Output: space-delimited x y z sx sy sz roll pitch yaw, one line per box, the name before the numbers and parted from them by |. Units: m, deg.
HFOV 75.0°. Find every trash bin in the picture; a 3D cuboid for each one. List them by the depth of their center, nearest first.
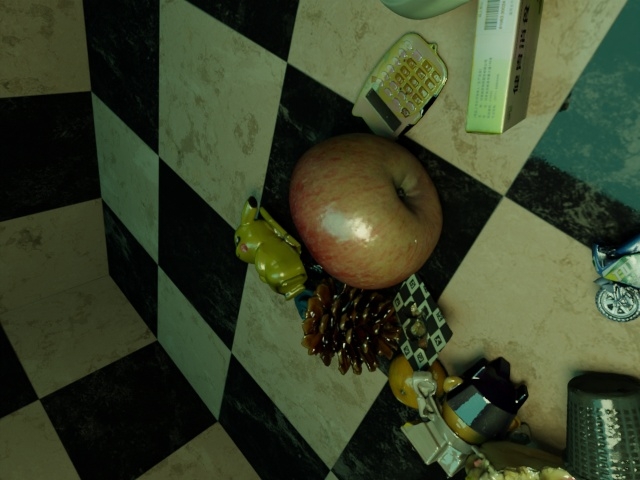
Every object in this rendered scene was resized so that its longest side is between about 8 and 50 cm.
trash bin | 0.526 0.334 0.758 0.175 0.175 0.161 -8 89 48

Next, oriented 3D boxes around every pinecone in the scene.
pinecone | 0.081 0.223 1.058 0.264 0.264 0.264 22 123 38

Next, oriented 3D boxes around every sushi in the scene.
sushi | 0.249 0.204 1.029 0.210 0.040 0.193 -114 36 -46

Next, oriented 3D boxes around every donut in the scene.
donut | 0.451 0.503 0.762 0.370 0.307 0.150 14 88 26

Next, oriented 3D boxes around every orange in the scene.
orange | 0.247 0.362 1.078 0.156 0.124 0.156 17 117 38

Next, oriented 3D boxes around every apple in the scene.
apple | 0.104 -0.069 0.890 0.269 0.344 0.345 -24 91 28

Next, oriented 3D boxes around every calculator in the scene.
calculator | 0.172 -0.322 0.902 0.157 0.033 0.236 56 136 12

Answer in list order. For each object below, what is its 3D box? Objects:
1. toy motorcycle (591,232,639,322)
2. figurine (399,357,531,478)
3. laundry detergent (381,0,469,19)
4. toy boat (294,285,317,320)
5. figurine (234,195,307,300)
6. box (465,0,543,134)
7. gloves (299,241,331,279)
toy motorcycle | 0.527 0.019 0.650 0.254 0.092 0.136 -50 61 37
figurine | 0.337 0.399 0.948 0.143 0.308 0.309 -100 14 -58
laundry detergent | 0.183 -0.500 0.725 0.280 0.105 0.215 46 122 60
toy boat | 0.009 0.244 1.301 0.298 0.092 0.134 19 124 39
figurine | -0.163 0.025 1.313 0.326 0.169 0.218 41 157 17
box | 0.297 -0.313 0.660 0.062 0.175 0.261 14 119 32
gloves | 0.000 0.000 1.183 0.164 0.124 0.204 -11 109 30
